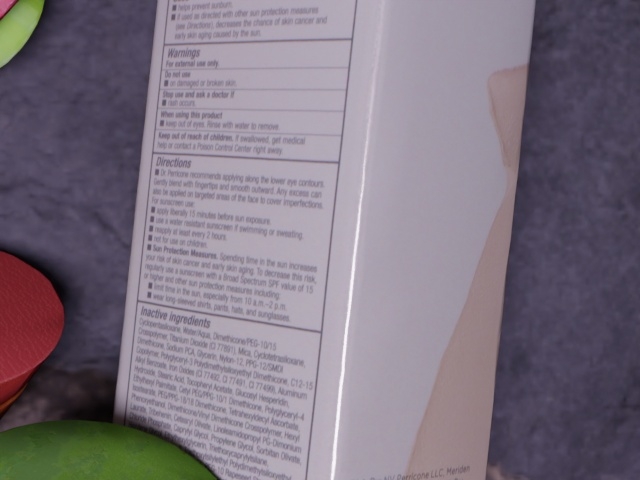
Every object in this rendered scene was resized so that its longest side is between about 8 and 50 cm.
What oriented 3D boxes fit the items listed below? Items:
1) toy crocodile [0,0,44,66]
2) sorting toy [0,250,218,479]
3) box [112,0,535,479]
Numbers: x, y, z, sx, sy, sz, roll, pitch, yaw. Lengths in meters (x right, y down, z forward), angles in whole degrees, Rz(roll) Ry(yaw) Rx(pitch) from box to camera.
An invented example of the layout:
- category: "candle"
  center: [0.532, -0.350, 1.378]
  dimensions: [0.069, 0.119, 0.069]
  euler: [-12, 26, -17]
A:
- category: "toy crocodile"
  center: [-0.136, -0.164, 0.554]
  dimensions: [0.340, 0.105, 0.115]
  euler: [-44, 135, 1]
- category: "sorting toy"
  center: [-0.119, 0.146, 0.517]
  dimensions: [0.127, 0.365, 0.126]
  euler: [-12, 131, -38]
- category: "box"
  center: [0.000, 0.000, 0.569]
  dimensions: [0.121, 0.148, 0.311]
  euler: [6, 92, -49]
